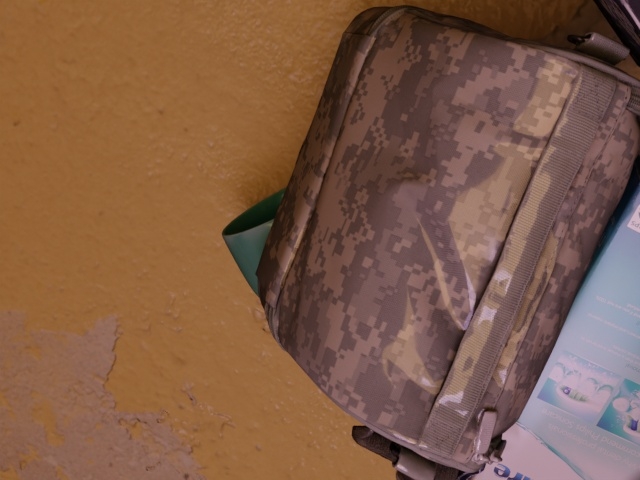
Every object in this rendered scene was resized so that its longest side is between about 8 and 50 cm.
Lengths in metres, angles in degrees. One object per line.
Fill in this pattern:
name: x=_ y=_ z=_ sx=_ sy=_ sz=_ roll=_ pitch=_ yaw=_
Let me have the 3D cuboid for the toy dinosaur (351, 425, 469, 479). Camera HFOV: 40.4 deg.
toy dinosaur: x=0.105 y=0.187 z=0.827 sx=0.121 sy=0.313 sz=0.160 roll=-33 pitch=74 yaw=-4

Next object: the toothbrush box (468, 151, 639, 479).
toothbrush box: x=0.248 y=0.074 z=0.742 sx=0.126 sy=0.216 sz=0.295 roll=24 pitch=114 yaw=6

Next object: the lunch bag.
lunch bag: x=0.094 y=-0.009 z=0.647 sx=0.212 sy=0.256 sz=0.305 roll=19 pitch=100 yaw=-15

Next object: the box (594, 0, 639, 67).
box: x=0.177 y=-0.237 z=0.556 sx=0.097 sy=0.395 sz=0.318 roll=-32 pitch=98 yaw=21

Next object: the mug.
mug: x=-0.009 y=0.005 z=0.821 sx=0.158 sy=0.129 sz=0.097 roll=-3 pitch=118 yaw=60
